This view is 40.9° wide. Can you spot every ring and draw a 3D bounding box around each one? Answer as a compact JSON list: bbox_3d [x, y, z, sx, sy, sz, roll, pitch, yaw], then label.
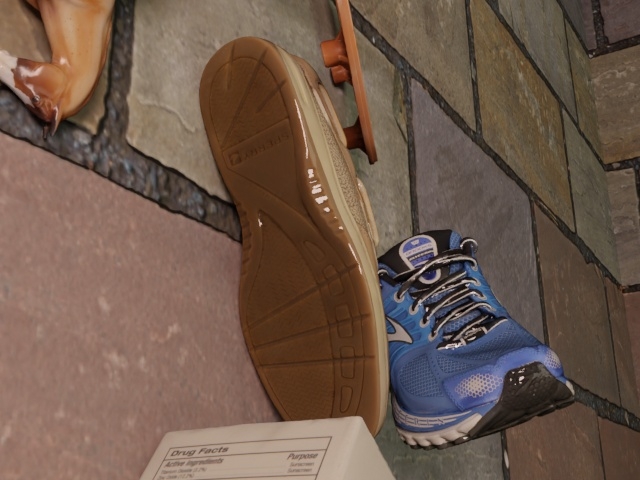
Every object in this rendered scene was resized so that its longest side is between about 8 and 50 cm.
[{"bbox_3d":[0.006,-0.233,0.793,0.336,0.032,0.336,-12,90,-86],"label":"ring"}]

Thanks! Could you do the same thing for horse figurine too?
[{"bbox_3d":[-0.164,-0.217,0.566,0.174,0.066,0.263,50,41,-31],"label":"horse figurine"}]

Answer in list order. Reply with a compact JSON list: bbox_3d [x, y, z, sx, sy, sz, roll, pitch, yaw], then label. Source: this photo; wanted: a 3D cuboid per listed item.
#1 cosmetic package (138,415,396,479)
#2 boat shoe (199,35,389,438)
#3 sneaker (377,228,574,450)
[{"bbox_3d":[-0.066,0.248,0.460,0.113,0.160,0.309,63,33,-26],"label":"cosmetic package"},{"bbox_3d":[0.000,0.000,0.711,0.110,0.122,0.340,-7,83,-60],"label":"boat shoe"},{"bbox_3d":[0.095,0.072,0.727,0.330,0.130,0.147,-161,-125,-75],"label":"sneaker"}]
